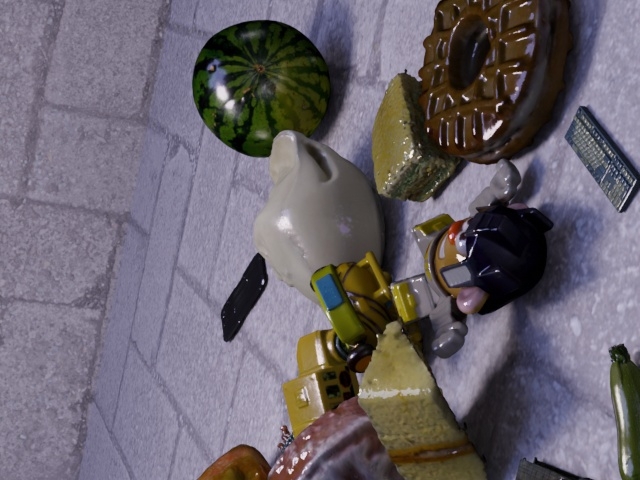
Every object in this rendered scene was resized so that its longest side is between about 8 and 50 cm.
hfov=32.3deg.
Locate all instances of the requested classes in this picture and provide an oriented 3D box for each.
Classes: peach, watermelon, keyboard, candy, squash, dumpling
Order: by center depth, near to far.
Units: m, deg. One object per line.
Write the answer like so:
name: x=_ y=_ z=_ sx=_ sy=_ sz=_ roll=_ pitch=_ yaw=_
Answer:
squash: x=0.370 y=0.211 z=1.311 sx=0.052 sy=0.052 sz=0.183 roll=135 pitch=138 yaw=-54
keyboard: x=0.371 y=-0.110 z=1.463 sx=0.176 sy=0.014 sz=0.055 roll=-110 pitch=34 yaw=-48
candy: x=0.050 y=0.368 z=1.721 sx=0.289 sy=0.214 sz=0.157 roll=-38 pitch=27 yaw=-6
dumpling: x=0.000 y=0.000 z=2.049 sx=0.315 sy=0.233 sz=0.395 roll=122 pitch=125 yaw=-74
peach: x=-0.172 y=0.529 z=2.229 sx=0.214 sy=0.214 sz=0.236 roll=137 pitch=143 yaw=-54
watermelon: x=-0.121 y=-0.313 z=2.289 sx=0.285 sy=0.285 sz=0.285 roll=-171 pitch=90 yaw=-66
keyboard: x=-0.183 y=0.135 z=2.613 sx=0.262 sy=0.016 sz=0.106 roll=-56 pitch=35 yaw=43

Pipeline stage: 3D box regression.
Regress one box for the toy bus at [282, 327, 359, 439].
toy bus: x=0.020 y=0.322 z=1.899 sx=0.121 sy=0.123 sz=0.336 roll=-28 pitch=71 yaw=44

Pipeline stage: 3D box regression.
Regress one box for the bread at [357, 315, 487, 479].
bread: x=0.150 y=0.262 z=1.570 sx=0.142 sy=0.266 sz=0.178 roll=-40 pitch=33 yaw=-12

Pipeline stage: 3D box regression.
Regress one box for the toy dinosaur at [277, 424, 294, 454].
toy dinosaur: x=-0.054 y=0.397 z=2.196 sx=0.055 sy=0.049 sz=0.154 roll=-117 pitch=36 yaw=-56

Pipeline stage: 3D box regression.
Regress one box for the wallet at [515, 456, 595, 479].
wallet: x=0.330 y=0.380 z=1.350 sx=0.317 sy=0.044 sz=0.169 roll=8 pitch=89 yaw=65

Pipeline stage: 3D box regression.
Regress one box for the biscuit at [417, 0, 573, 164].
biscuit: x=0.257 y=-0.275 z=1.664 sx=0.332 sy=0.103 sz=0.332 roll=-171 pitch=90 yaw=-67

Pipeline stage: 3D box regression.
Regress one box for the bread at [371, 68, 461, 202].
bread: x=0.156 y=-0.171 z=1.855 sx=0.138 sy=0.102 sz=0.196 roll=-54 pitch=33 yaw=42

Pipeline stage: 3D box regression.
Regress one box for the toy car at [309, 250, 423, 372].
toy car: x=0.090 y=0.123 z=1.794 sx=0.142 sy=0.248 sz=0.200 roll=-30 pitch=54 yaw=7

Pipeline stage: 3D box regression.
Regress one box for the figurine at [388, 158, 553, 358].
figurine: x=0.222 y=0.026 z=1.586 sx=0.308 sy=0.143 sz=0.309 roll=-170 pitch=90 yaw=-66
